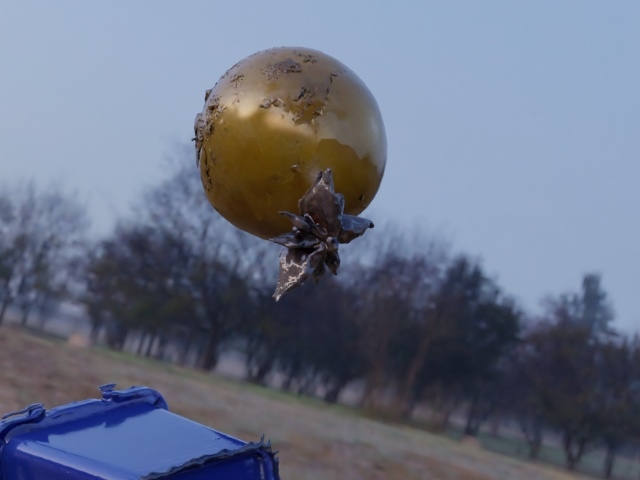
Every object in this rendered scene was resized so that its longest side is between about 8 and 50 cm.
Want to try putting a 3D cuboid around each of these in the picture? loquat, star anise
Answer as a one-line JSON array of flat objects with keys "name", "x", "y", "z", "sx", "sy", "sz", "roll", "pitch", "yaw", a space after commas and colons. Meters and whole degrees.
[{"name": "loquat", "x": -0.035, "y": -0.112, "z": 1.690, "sx": 0.235, "sy": 0.235, "sz": 0.235, "roll": 17, "pitch": -7, "yaw": 2}, {"name": "star anise", "x": -0.008, "y": 0.007, "z": 1.426, "sx": 0.056, "sy": 0.129, "sz": 0.124, "roll": 31, "pitch": -12, "yaw": 39}]

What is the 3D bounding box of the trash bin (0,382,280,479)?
[{"name": "trash bin", "x": -0.144, "y": 0.204, "z": 1.067, "sx": 0.184, "sy": 0.162, "sz": 0.234, "roll": -12, "pitch": 8, "yaw": -35}]
